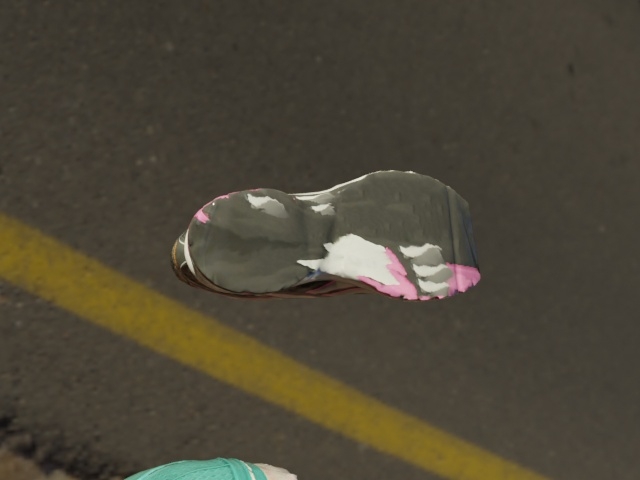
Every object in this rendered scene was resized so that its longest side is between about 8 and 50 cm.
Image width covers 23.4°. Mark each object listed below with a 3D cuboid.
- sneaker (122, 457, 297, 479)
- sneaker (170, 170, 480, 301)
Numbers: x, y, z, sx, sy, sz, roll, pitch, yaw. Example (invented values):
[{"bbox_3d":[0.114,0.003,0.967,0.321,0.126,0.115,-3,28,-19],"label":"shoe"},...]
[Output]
[{"bbox_3d":[-0.111,0.143,0.515,0.121,0.302,0.108,10,62,-28],"label":"sneaker"},{"bbox_3d":[0.000,0.000,0.838,0.178,0.077,0.072,5,81,-27],"label":"sneaker"}]
